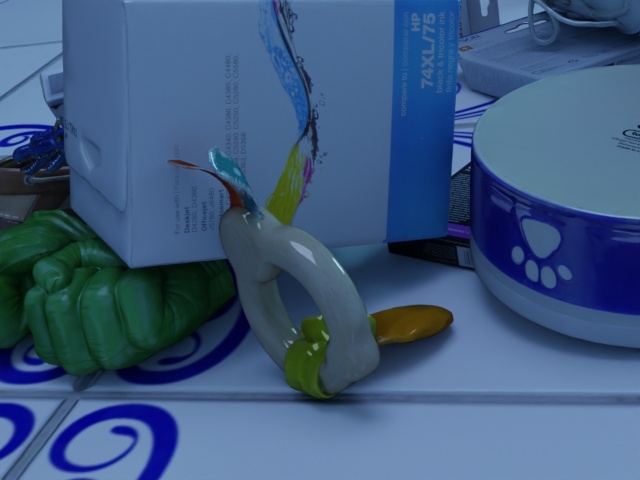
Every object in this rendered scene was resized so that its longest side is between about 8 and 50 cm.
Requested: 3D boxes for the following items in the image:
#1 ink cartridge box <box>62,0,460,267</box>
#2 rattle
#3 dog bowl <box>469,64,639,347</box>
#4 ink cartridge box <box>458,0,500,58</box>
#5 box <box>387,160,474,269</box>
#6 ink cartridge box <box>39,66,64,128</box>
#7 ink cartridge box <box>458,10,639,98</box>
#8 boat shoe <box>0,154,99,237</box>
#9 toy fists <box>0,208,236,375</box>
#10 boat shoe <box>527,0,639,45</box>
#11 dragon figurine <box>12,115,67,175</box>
[{"bbox_3d":[-0.055,-0.106,0.922,0.270,0.197,0.198,-6,18,-25],"label":"ink cartridge box"},{"bbox_3d":[0.000,0.000,0.811,0.143,0.199,0.130,-29,-7,-15],"label":"rattle"},{"bbox_3d":[0.245,-0.036,0.856,0.265,0.104,0.265,-4,31,3],"label":"dog bowl"},{"bbox_3d":[0.134,-0.281,1.428,0.181,0.104,0.061,-8,27,9],"label":"ink cartridge box"},{"bbox_3d":[0.150,-0.027,0.998,0.116,0.029,0.162,12,36,38],"label":"box"},{"bbox_3d":[-0.177,-0.150,1.231,0.208,0.045,0.206,-16,-16,-3],"label":"ink cartridge box"},{"bbox_3d":[0.285,-0.216,1.302,0.223,0.045,0.224,-20,26,-17],"label":"ink cartridge box"},{"bbox_3d":[-0.179,-0.083,1.147,0.324,0.116,0.123,-26,30,-27],"label":"boat shoe"},{"bbox_3d":[-0.214,0.038,0.946,0.279,0.096,0.142,9,33,34],"label":"toy fists"},{"bbox_3d":[0.273,-0.298,1.267,0.156,0.136,0.367,-11,21,-1],"label":"boat shoe"},{"bbox_3d":[-0.133,-0.069,1.061,0.289,0.144,0.085,-13,23,-18],"label":"dragon figurine"}]
